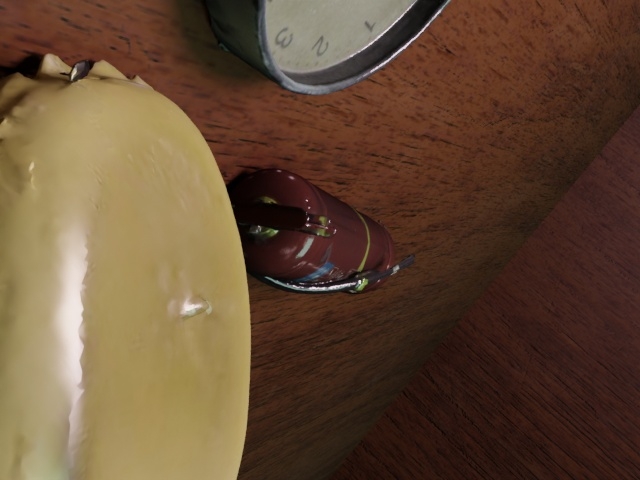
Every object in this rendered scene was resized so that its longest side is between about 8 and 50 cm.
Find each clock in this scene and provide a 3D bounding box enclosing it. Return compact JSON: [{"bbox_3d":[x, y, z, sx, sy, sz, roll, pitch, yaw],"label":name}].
[{"bbox_3d":[0.042,-0.221,0.526,0.281,0.055,0.280,-41,160,-19],"label":"clock"}]

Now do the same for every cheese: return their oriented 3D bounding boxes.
[{"bbox_3d":[-0.125,0.054,0.453,0.259,0.128,0.315,-14,101,-76],"label":"cheese"}]

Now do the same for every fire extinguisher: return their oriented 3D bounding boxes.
[{"bbox_3d":[0.000,0.000,0.764,0.341,0.142,0.105,20,72,-71],"label":"fire extinguisher"}]
